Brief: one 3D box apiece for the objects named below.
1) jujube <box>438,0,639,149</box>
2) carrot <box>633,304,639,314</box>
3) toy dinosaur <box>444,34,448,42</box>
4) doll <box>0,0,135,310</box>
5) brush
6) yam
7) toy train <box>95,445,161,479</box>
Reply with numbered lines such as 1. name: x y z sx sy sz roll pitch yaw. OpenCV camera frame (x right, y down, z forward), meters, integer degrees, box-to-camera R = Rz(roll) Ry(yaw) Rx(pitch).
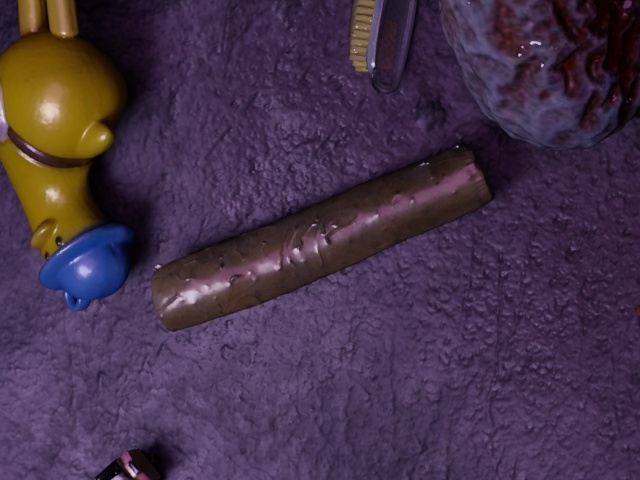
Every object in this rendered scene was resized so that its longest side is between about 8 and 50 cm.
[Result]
1. jujube: 0.217 -0.237 1.790 0.226 0.226 0.317 -16 127 13
2. carrot: 0.411 0.058 1.869 0.205 0.072 0.072 -5 91 18
3. toy dinosaur: 0.214 -0.363 1.889 0.147 0.076 0.363 41 98 4
4. doll: -0.275 -0.102 1.994 0.199 0.145 0.363 8 107 52
5. brush: 0.075 -0.300 1.937 0.060 0.068 0.297 14 92 34
6. yam: 0.000 0.000 1.952 0.371 0.083 0.083 -21 88 11
7. toy train: -0.230 0.278 2.012 0.138 0.087 0.050 -42 80 10
